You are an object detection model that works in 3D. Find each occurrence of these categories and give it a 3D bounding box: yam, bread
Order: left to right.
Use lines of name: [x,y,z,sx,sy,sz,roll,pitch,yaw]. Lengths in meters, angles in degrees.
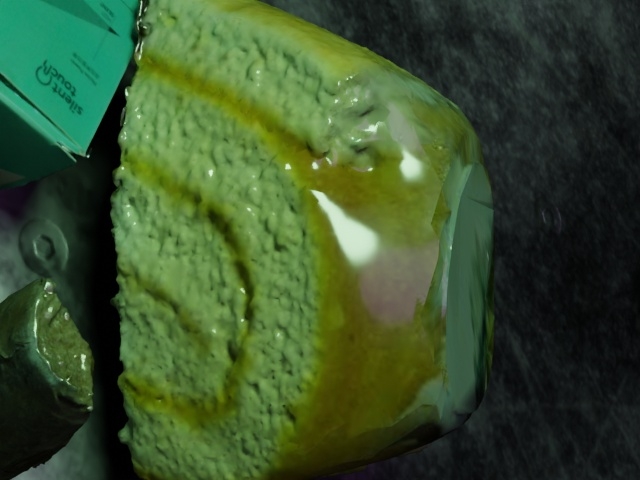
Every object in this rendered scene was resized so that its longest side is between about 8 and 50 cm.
yam: [-0.214,0.106,1.084,0.106,0.259,0.106,24,51,-34]
bread: [0.004,-0.008,1.279,0.239,0.264,0.395,0,90,-59]

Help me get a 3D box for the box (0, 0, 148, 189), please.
box: [-0.231,-0.217,1.289,0.205,0.118,0.311,42,48,-28]
